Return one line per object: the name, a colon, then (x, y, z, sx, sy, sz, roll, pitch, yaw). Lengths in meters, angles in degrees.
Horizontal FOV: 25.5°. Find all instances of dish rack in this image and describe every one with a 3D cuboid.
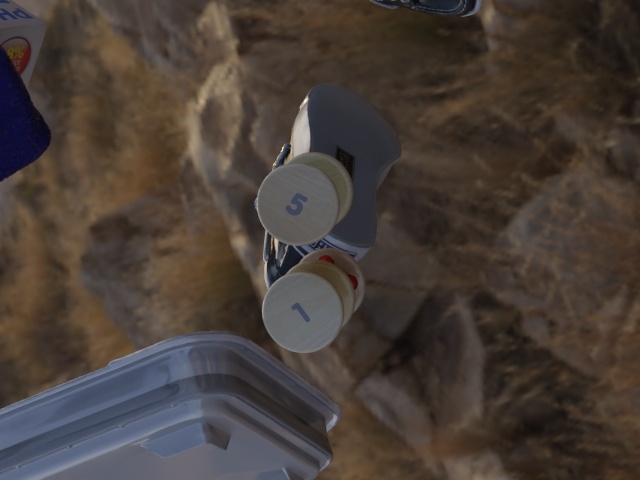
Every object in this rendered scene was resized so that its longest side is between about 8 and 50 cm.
dish rack: (-0.160, 0.193, 1.137, 0.285, 0.332, 0.072, 44, -153, -60)

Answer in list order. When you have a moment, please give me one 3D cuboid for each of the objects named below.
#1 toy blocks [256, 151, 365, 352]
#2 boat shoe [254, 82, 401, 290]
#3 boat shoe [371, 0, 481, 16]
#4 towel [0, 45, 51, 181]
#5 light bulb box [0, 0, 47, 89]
toy blocks: (0.000, 0.000, 0.951, 0.148, 0.054, 0.123, -41, -50, -77)
boat shoe: (0.004, -0.043, 1.327, 0.105, 0.113, 0.306, -51, 19, 29)
boat shoe: (0.045, -0.168, 0.888, 0.125, 0.038, 0.046, 33, 135, 32)
towel: (-0.431, -0.154, 1.474, 0.076, 0.227, 0.308, 51, 169, 36)
light bulb box: (-0.597, -0.233, 1.699, 0.361, 0.358, 0.225, 35, 120, 21)
